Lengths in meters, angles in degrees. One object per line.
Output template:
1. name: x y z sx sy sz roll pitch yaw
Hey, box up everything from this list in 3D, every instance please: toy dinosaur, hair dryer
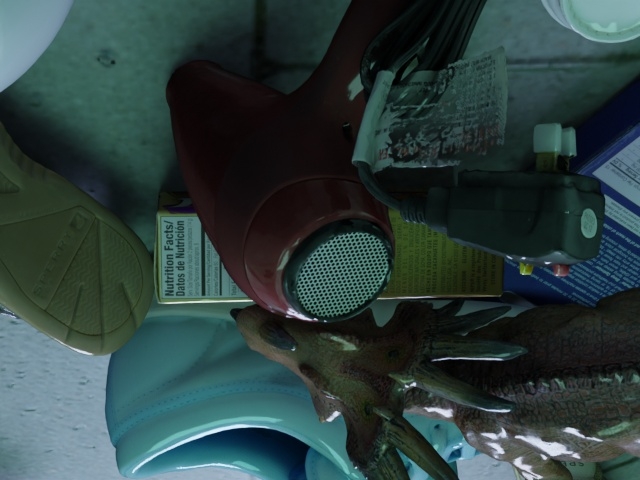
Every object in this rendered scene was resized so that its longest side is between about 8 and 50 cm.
1. toy dinosaur: 0.122 0.067 0.513 0.296 0.127 0.200 -19 154 21
2. hair dryer: 0.025 -0.070 0.490 0.293 0.223 0.080 -7 150 45

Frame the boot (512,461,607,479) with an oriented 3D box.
1. boot: 0.230 0.294 0.898 0.095 0.203 0.262 -16 135 10

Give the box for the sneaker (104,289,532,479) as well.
1. sneaker: 0.040 0.123 0.706 0.366 0.150 0.135 6 151 -6

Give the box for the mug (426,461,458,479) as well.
1. mug: 0.038 0.185 0.832 0.129 0.097 0.158 -4 137 -5

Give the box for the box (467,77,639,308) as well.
1. box: 0.195 -0.022 0.679 0.136 0.036 0.225 28 125 -32

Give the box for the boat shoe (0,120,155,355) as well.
1. boat shoe: -0.206 -0.033 0.565 0.092 0.103 0.285 1 148 41

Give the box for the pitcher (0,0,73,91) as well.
1. pitcher: -0.162 -0.125 0.393 0.178 0.207 0.125 -32 132 25

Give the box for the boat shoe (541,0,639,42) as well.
1. boat shoe: 0.146 -0.186 0.452 0.098 0.096 0.277 -4 137 -4

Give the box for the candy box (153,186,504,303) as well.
1. candy box: 0.000 0.000 0.618 0.187 0.109 0.053 0 99 -7
